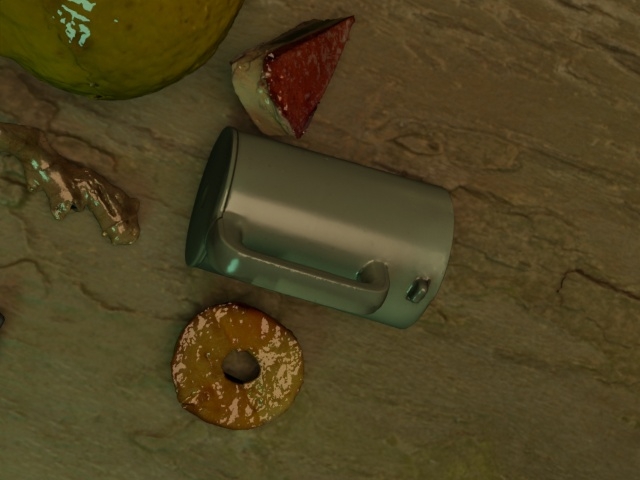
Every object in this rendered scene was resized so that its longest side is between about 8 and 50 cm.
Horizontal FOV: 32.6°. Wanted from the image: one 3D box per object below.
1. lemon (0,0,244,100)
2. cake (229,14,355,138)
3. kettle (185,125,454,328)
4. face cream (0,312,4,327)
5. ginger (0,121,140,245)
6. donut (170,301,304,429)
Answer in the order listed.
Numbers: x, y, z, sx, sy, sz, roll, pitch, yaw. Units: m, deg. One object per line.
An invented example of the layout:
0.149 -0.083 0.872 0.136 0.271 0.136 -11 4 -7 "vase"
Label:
-0.248 -0.352 1.310 0.387 0.350 0.350 -44 103 -16 "lemon"
-0.041 -0.249 1.443 0.117 0.086 0.220 51 52 -45 "cake"
-0.006 0.005 1.445 0.318 0.205 0.265 18 54 -16 "kettle"
-0.514 0.213 1.398 0.092 0.092 0.311 42 81 -14 "face cream"
-0.358 -0.086 1.436 0.288 0.075 0.089 33 89 -19 "ginger"
-0.120 0.170 1.512 0.190 0.074 0.174 12 89 -20 "donut"
